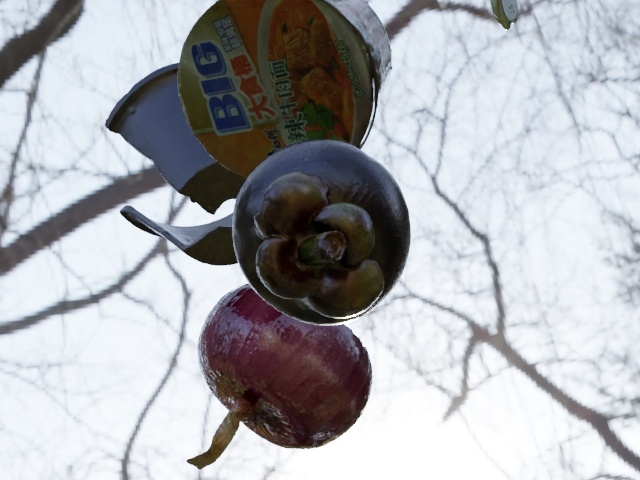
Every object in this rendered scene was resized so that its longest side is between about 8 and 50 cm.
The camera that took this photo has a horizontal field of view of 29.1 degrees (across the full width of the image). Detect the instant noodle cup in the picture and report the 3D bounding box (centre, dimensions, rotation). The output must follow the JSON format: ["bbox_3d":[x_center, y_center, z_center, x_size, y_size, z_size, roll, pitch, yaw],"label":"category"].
[{"bbox_3d":[-0.033,-0.245,1.778,0.296,0.214,0.296,6,-68,15],"label":"instant noodle cup"}]

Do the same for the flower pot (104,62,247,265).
[{"bbox_3d":[-0.184,-0.113,2.219,0.379,0.251,0.379,-11,-57,-18],"label":"flower pot"}]

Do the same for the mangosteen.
[{"bbox_3d":[0.000,0.000,1.244,0.194,0.230,0.194,1,-72,4],"label":"mangosteen"}]

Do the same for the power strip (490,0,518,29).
[{"bbox_3d":[0.232,-0.318,1.619,0.035,0.055,0.083,-5,-62,39],"label":"power strip"}]

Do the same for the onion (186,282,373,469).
[{"bbox_3d":[-0.074,0.257,2.331,0.358,0.345,0.358,7,-42,6],"label":"onion"}]
